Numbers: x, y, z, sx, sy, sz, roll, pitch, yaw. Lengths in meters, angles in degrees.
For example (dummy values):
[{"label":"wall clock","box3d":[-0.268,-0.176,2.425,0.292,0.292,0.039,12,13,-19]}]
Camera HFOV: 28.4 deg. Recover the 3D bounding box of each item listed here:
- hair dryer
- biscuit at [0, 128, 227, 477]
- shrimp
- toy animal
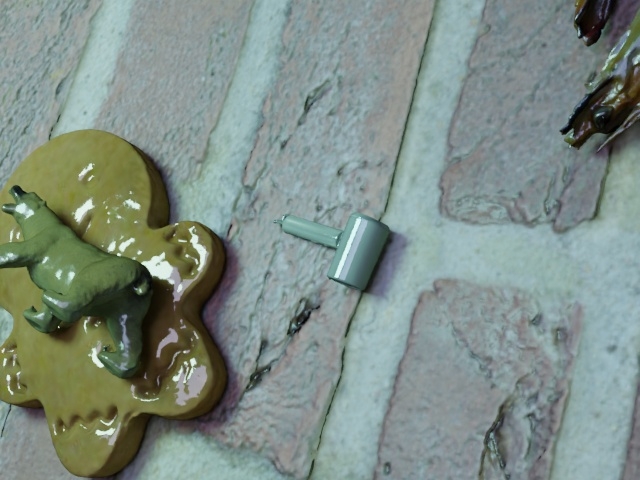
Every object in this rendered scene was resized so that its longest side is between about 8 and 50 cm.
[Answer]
[{"label":"hair dryer","box3d":[0.000,0.000,1.125,0.124,0.038,0.063,18,82,39]},{"label":"biscuit","box3d":[-0.220,0.045,1.221,0.275,0.052,0.355,-31,61,16]},{"label":"shrimp","box3d":[0.265,-0.184,1.027,0.150,0.068,0.248,26,81,46]},{"label":"toy animal","box3d":[-0.233,0.029,1.159,0.219,0.103,0.101,23,64,35]}]
